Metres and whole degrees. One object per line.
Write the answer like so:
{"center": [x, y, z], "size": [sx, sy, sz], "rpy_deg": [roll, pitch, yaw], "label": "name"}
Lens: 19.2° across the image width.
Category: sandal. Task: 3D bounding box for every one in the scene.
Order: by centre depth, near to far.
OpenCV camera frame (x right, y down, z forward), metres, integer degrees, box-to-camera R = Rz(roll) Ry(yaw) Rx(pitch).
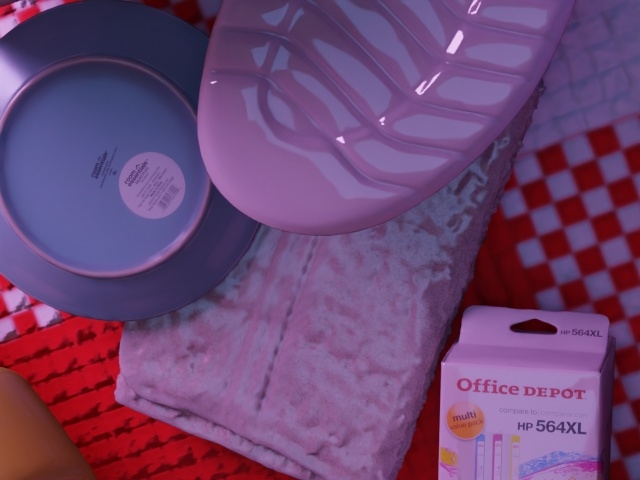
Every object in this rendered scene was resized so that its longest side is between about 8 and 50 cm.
{"center": [0.083, -0.183, 1.012], "size": [0.169, 0.102, 0.416], "rpy_deg": [32, 98, 12], "label": "sandal"}

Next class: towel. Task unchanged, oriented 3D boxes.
{"center": [0.000, 0.000, 1.106], "size": [0.187, 0.049, 0.282], "rpy_deg": [23, 103, 7], "label": "towel"}

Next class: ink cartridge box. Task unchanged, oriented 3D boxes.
{"center": [0.117, 0.112, 1.076], "size": [0.092, 0.090, 0.143], "rpy_deg": [2, 101, 13], "label": "ink cartridge box"}

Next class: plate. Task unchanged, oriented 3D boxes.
{"center": [-0.122, -0.043, 1.077], "size": [0.188, 0.024, 0.188], "rpy_deg": [1, 101, 6], "label": "plate"}

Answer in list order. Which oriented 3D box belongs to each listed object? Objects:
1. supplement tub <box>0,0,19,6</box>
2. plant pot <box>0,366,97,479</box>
{"center": [-0.192, -0.300, 0.994], "size": [0.241, 0.241, 0.331], "rpy_deg": [-20, 95, 16], "label": "supplement tub"}
{"center": [-0.299, 0.122, 1.108], "size": [0.254, 0.254, 0.239], "rpy_deg": [-43, 72, 16], "label": "plant pot"}
